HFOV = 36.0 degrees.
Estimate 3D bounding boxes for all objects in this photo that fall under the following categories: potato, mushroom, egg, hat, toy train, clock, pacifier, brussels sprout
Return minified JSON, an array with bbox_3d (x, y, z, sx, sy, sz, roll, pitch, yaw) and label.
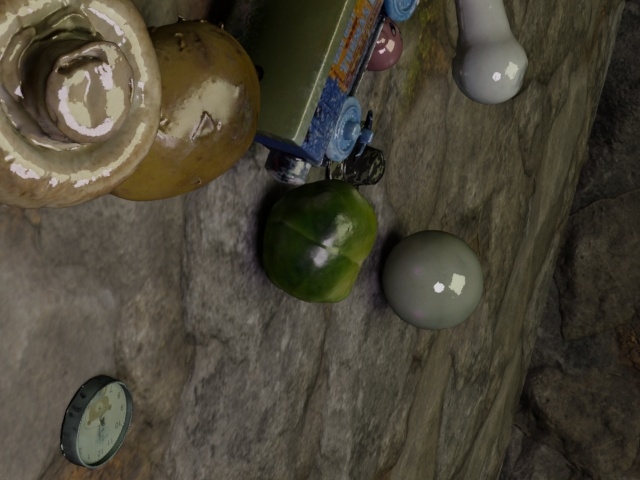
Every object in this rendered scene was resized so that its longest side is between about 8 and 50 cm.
[{"bbox_3d":[-0.120,-0.106,0.797,0.176,0.137,0.137,-54,148,-31],"label":"potato"},{"bbox_3d":[-0.180,-0.099,0.646,0.166,0.127,0.166,-10,109,-31],"label":"mushroom"},{"bbox_3d":[0.172,0.062,1.490,0.209,0.151,0.151,39,66,-70],"label":"egg"},{"bbox_3d":[0.055,-0.100,1.274,0.121,0.050,0.121,10,90,-67],"label":"hat"},{"bbox_3d":[-0.004,-0.209,0.968,0.299,0.131,0.202,-70,158,-4],"label":"toy train"},{"bbox_3d":[-0.200,0.164,0.888,0.085,0.017,0.085,-42,139,-52],"label":"clock"},{"bbox_3d":[0.195,-0.327,1.233,0.332,0.220,0.273,-25,142,-61],"label":"pacifier"},{"bbox_3d":[-0.003,-0.003,1.118,0.155,0.117,0.155,-58,170,-16],"label":"brussels sprout"}]

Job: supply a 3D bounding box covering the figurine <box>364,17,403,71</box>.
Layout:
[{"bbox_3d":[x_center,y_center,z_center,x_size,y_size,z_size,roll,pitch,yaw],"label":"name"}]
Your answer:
[{"bbox_3d":[0.069,-0.242,1.211,0.067,0.071,0.083,-37,149,13],"label":"figurine"}]
